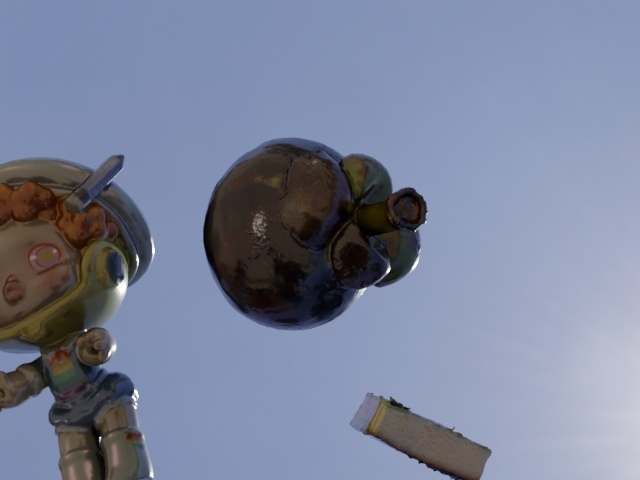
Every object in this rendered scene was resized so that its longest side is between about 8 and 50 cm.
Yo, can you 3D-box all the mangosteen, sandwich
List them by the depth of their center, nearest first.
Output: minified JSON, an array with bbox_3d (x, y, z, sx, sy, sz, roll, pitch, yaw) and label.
[{"bbox_3d":[-0.007,-0.002,0.882,0.184,0.172,0.172,12,-110,7],"label":"mangosteen"},{"bbox_3d":[0.088,0.223,1.257,0.162,0.193,0.058,14,-104,53],"label":"sandwich"}]

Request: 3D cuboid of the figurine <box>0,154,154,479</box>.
[{"bbox_3d":[-0.285,0.104,1.136,0.225,0.205,0.381,-13,-106,20],"label":"figurine"}]
